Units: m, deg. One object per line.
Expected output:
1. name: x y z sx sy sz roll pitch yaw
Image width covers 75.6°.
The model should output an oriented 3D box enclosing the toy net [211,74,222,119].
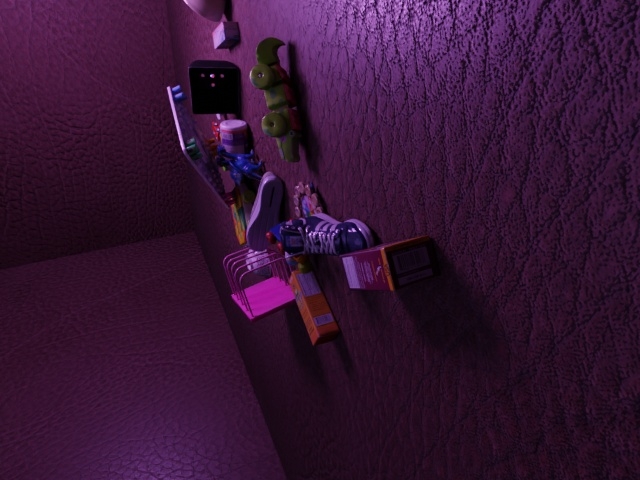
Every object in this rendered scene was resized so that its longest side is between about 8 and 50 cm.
1. toy net: -0.473 -0.679 1.900 0.122 0.045 0.232 -8 97 65

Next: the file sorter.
1. file sorter: -0.227 0.140 1.532 0.290 0.202 0.182 20 129 63

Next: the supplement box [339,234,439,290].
1. supplement box: 0.128 0.049 0.813 0.188 0.104 0.081 -17 87 68

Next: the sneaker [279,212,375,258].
1. sneaker: 0.000 0.000 1.008 0.282 0.153 0.099 21 122 57

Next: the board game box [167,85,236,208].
1. board game box: -0.482 -0.381 1.705 0.390 0.050 0.390 65 -179 -60

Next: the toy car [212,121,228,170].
1. toy car: -0.456 -0.446 1.972 0.239 0.053 0.225 -143 45 -58

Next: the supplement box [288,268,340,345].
1. supplement box: -0.024 0.202 1.287 0.078 0.080 0.233 114 140 -51

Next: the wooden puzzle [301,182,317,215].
1. wooden puzzle: -0.030 -0.120 1.209 0.079 0.014 0.116 69 157 7

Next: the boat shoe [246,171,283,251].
1. boat shoe: -0.195 -0.101 1.484 0.094 0.109 0.302 -108 34 -57

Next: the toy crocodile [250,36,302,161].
1. toy crocodile: -0.110 -0.385 1.149 0.115 0.105 0.341 -17 -86 -71

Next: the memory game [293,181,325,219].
1. memory game: -0.034 -0.082 1.210 0.186 0.012 0.186 46 147 42

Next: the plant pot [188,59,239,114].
1. plant pot: -0.430 -0.636 1.666 0.167 0.188 0.188 -109 20 -44

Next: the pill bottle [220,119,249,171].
1. pill bottle: -0.345 -0.381 1.676 0.108 0.108 0.194 48 144 49

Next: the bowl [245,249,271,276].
1. bowl: -0.281 0.088 1.820 0.170 0.080 0.170 42 139 53

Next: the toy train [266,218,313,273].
1. toy train: -0.059 0.044 1.243 0.248 0.105 0.143 37 153 52

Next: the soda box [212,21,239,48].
1. soda box: -0.360 -0.775 1.562 0.183 0.058 0.063 -154 54 -62

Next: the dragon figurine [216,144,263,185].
1. dragon figurine: -0.297 -0.268 1.567 0.289 0.144 0.085 53 151 31

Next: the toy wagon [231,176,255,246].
1. toy wagon: -0.346 -0.148 1.834 0.267 0.068 0.345 160 99 -67

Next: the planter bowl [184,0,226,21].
1. planter bowl: -0.413 -0.909 1.518 0.109 0.162 0.162 -41 61 34
